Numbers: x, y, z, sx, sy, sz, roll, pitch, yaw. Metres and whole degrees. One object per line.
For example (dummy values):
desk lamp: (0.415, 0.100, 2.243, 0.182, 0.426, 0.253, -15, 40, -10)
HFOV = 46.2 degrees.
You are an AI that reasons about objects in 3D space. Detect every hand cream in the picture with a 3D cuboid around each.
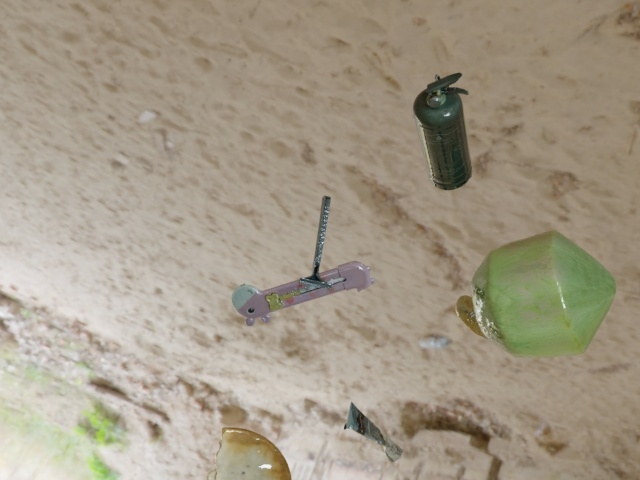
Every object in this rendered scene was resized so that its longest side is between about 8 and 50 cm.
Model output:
hand cream: (0.143, 0.537, 2.055, 0.052, 0.075, 0.248, -35, 123, 17)

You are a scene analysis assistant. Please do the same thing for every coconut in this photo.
coconut: (0.530, 0.134, 1.773, 0.328, 0.328, 0.281, 15, -159, 20)

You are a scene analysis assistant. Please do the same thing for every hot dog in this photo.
hot dog: (0.498, 0.248, 2.194, 0.242, 0.084, 0.073, 26, 122, 0)

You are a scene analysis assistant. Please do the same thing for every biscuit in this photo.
biscuit: (-0.165, 0.571, 1.664, 0.204, 0.309, 0.040, 14, 179, -20)

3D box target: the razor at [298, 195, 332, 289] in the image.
razor: (-0.001, 0.002, 1.464, 0.066, 0.190, 0.033, 12, 160, -11)

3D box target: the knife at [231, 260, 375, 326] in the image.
knife: (-0.050, 0.138, 2.054, 0.398, 0.038, 0.132, -18, 112, 9)

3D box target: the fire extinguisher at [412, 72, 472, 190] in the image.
fire extinguisher: (0.245, -0.217, 1.476, 0.114, 0.095, 0.311, 0, 152, 18)
